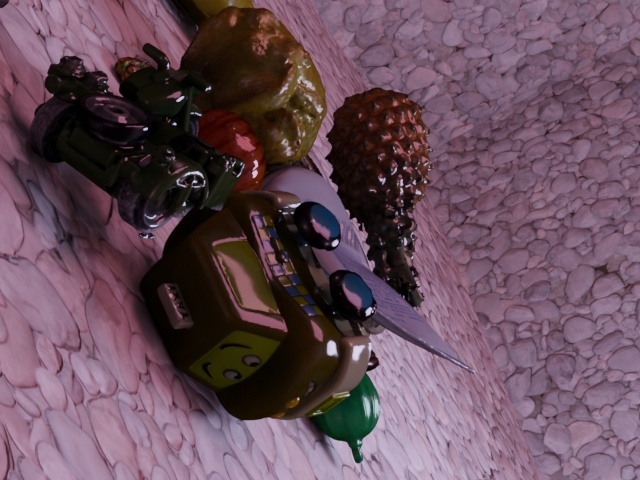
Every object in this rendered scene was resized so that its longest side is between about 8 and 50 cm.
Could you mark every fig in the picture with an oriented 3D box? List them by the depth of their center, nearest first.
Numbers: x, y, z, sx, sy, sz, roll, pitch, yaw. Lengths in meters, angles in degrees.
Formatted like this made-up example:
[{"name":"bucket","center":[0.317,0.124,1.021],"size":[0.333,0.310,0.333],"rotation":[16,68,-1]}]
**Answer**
[{"name":"fig","center":[-0.135,-0.086,1.617],"size":[0.128,0.150,0.128],"rotation":[32,-10,6]}]

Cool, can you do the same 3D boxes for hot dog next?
[{"name":"hot dog","center":[-0.228,-0.212,1.672],"size":[0.049,0.037,0.122],"rotation":[65,13,2]}]

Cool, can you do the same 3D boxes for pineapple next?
[{"name":"pineapple","center":[0.093,-0.061,1.960],"size":[0.175,0.175,0.361],"rotation":[50,31,-45]}]

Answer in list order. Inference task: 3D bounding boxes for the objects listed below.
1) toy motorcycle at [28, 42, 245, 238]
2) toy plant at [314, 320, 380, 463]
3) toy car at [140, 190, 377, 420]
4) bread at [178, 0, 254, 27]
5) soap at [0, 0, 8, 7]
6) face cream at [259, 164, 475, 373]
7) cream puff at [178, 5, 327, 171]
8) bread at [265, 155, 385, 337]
[{"name":"toy motorcycle","center":[-0.161,-0.098,1.272],"size":[0.205,0.127,0.275],"rotation":[34,18,25]},{"name":"toy plant","center":[0.028,0.188,1.683],"size":[0.143,0.105,0.200],"rotation":[61,18,-82]},{"name":"toy car","center":[-0.084,0.070,1.336],"size":[0.198,0.204,0.247],"rotation":[-3,60,-52]},{"name":"bread","center":[-0.225,-0.488,2.091],"size":[0.383,0.112,0.166],"rotation":[54,-11,-31]},{"name":"soap","center":[-0.396,-0.379,1.165],"size":[0.296,0.107,0.285],"rotation":[44,22,-59]},{"name":"face cream","center":[0.026,0.024,1.699],"size":[0.235,0.137,0.420],"rotation":[36,4,-36]},{"name":"cream puff","center":[-0.100,-0.210,1.817],"size":[0.244,0.244,0.196],"rotation":[55,47,-27]},{"name":"bread","center":[0.004,-0.002,2.025],"size":[0.337,0.102,0.183],"rotation":[62,11,-2]}]
